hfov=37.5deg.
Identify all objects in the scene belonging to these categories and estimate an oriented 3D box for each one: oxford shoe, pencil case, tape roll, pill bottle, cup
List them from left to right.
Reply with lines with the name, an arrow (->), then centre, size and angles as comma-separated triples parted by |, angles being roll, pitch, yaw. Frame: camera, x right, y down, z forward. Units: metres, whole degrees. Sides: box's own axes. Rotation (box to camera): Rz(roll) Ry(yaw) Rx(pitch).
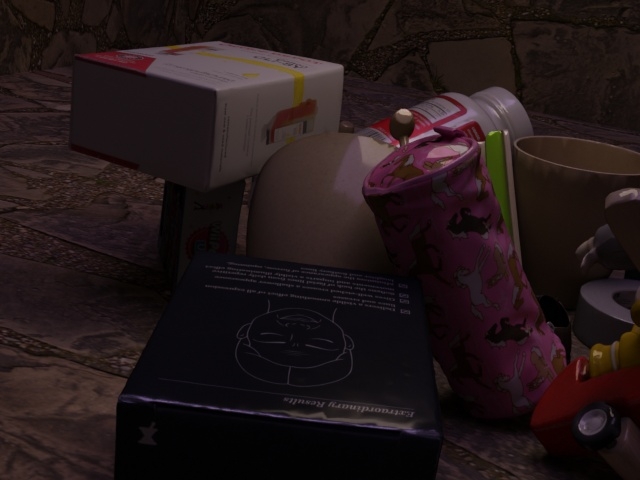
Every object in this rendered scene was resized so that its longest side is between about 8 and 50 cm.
cup -> 0.023, 0.043, 1.384 | 0.331, 0.331, 0.237 | 11, 46, 12
pill bottle -> 0.214, -0.156, 1.886 | 0.407, 0.229, 0.229 | -26, 31, -20
pencil case -> 0.195, 0.046, 1.252 | 0.160, 0.386, 0.167 | -16, 23, 28
oxford shoe -> 0.363, 0.124, 1.520 | 0.083, 0.096, 0.227 | 3, 18, -4
tape roll -> 0.538, 0.136, 1.577 | 0.219, 0.072, 0.219 | 5, 19, -2

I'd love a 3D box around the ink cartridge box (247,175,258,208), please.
ink cartridge box -> -0.097, -0.126, 1.998 | 0.063, 0.150, 0.109 | 1, 20, -28

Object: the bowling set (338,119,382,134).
bowling set -> 0.164, -0.189, 2.331 | 0.287, 0.154, 0.200 | -6, 41, -35

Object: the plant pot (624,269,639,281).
plant pot -> 0.676, 0.065, 1.698 | 0.165, 0.166, 0.234 | -7, 17, -35

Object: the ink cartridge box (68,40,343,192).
ink cartridge box -> -0.174, -0.220, 1.546 | 0.279, 0.160, 0.384 | 17, 21, 26

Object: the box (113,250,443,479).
box -> -0.037, 0.186, 1.035 | 0.293, 0.212, 0.395 | 7, 19, 1

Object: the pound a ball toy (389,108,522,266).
pound a ball toy -> 0.237, -0.075, 1.707 | 0.208, 0.319, 0.136 | -4, -8, -2

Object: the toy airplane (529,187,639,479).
toy airplane -> 0.471, 0.116, 1.139 | 0.384, 0.386, 0.272 | 6, 31, -4

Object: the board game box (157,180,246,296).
board game box -> -0.209, -0.042, 1.610 | 0.097, 0.224, 0.303 | 3, 19, -17

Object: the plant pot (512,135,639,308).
plant pot -> 0.451, -0.025, 1.701 | 0.256, 0.274, 0.256 | 7, 19, -2
